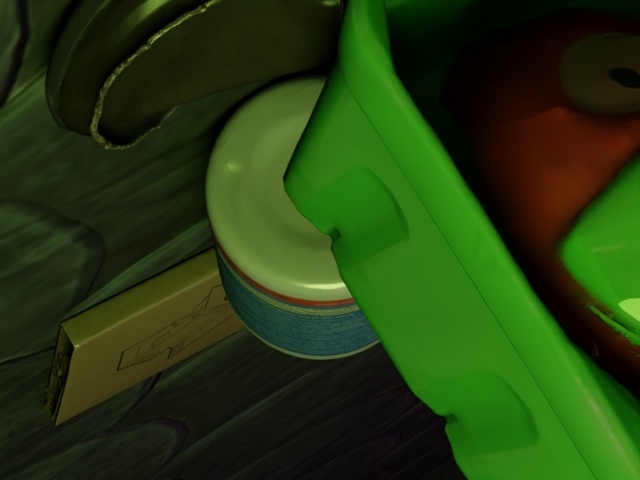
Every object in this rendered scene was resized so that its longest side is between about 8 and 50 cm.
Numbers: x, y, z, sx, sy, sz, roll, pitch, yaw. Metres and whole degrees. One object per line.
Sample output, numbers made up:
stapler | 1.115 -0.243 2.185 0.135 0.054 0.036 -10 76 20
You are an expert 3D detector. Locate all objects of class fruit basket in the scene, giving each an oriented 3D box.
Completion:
fruit basket | 0.215 -0.056 0.637 0.392 0.283 0.392 -32 180 0

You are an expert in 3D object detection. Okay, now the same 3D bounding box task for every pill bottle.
pill bottle | 0.000 0.000 0.953 0.124 0.124 0.221 -31 166 -10

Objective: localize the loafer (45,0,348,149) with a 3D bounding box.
loafer | -0.017 -0.101 0.666 0.220 0.078 0.080 -37 165 14

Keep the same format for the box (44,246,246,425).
box | -0.092 0.049 1.129 0.201 0.021 0.164 -27 165 -22
